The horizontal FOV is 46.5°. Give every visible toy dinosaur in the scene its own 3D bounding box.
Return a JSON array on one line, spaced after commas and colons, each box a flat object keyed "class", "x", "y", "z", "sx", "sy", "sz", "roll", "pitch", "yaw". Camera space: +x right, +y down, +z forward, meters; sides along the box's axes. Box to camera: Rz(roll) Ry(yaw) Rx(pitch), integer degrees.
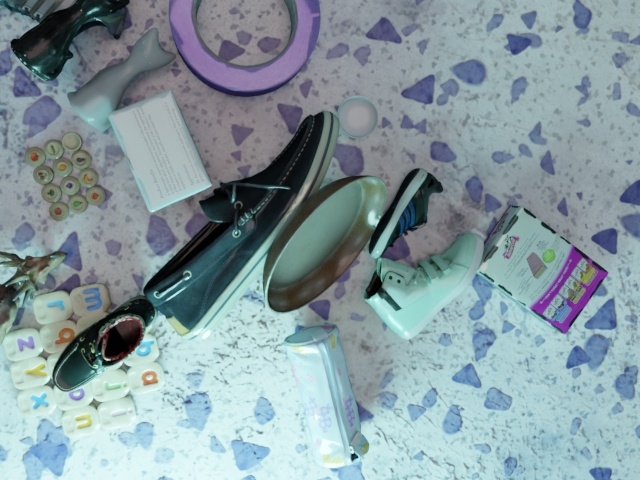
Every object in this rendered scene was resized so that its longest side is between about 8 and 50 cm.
[{"class": "toy dinosaur", "x": -0.575, "y": 0.129, "z": 1.304, "sx": 0.200, "sy": 0.296, "sz": 0.127, "roll": -27, "pitch": 130, "yaw": 33}]

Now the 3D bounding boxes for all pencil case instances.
[{"class": "pencil case", "x": 0.012, "y": 0.300, "z": 1.446, "sx": 0.113, "sy": 0.124, "sz": 0.273, "roll": -15, "pitch": 96, "yaw": -6}]

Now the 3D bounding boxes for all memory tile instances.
[{"class": "memory tile", "x": -0.478, "y": -0.120, "z": 1.400, "sx": 0.113, "sy": 0.012, "sz": 0.148, "roll": -22, "pitch": 97, "yaw": -6}]

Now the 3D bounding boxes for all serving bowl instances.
[{"class": "serving bowl", "x": 0.071, "y": -0.241, "z": 1.458, "sx": 0.083, "sy": 0.027, "sz": 0.084, "roll": -1, "pitch": 95, "yaw": -8}]

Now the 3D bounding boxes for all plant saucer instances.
[{"class": "plant saucer", "x": 0.000, "y": 0.000, "z": 1.357, "sx": 0.050, "sy": 0.310, "sz": 0.311, "roll": 39, "pitch": 88, "yaw": 22}]

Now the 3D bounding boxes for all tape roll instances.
[{"class": "tape roll", "x": -0.140, "y": -0.410, "z": 1.385, "sx": 0.274, "sy": 0.090, "sz": 0.275, "roll": -1, "pitch": 95, "yaw": -7}]

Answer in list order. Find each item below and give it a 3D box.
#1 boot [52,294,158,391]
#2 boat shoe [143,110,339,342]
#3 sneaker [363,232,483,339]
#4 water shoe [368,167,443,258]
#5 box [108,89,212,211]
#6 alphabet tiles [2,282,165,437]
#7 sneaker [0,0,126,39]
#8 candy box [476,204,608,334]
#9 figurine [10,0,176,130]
[{"class": "boot", "x": -0.396, "y": 0.196, "z": 1.330, "sx": 0.236, "sy": 0.178, "sz": 0.085, "roll": -41, "pitch": 99, "yaw": -4}, {"class": "boat shoe", "x": -0.143, "y": -0.045, "z": 1.370, "sx": 0.156, "sy": 0.187, "sz": 0.500, "roll": 37, "pitch": 94, "yaw": -15}, {"class": "sneaker", "x": 0.199, "y": 0.058, "z": 1.457, "sx": 0.151, "sy": 0.094, "sz": 0.256, "roll": 41, "pitch": 91, "yaw": -21}, {"class": "water shoe", "x": 0.171, "y": -0.042, "z": 1.466, "sx": 0.080, "sy": 0.073, "sz": 0.203, "roll": 30, "pitch": 90, "yaw": -11}, {"class": "box", "x": -0.284, "y": -0.157, "z": 1.339, "sx": 0.119, "sy": 0.182, "sz": 0.181, "roll": -23, "pitch": 98, "yaw": -7}, {"class": "alphabet tiles", "x": -0.450, "y": 0.229, "z": 1.427, "sx": 0.277, "sy": 0.021, "sz": 0.284, "roll": -12, "pitch": 96, "yaw": -6}, {"class": "sneaker", "x": -0.490, "y": -0.419, "z": 1.329, "sx": 0.299, "sy": 0.111, "sz": 0.122, "roll": -1, "pitch": 99, "yaw": -6}, {"class": "candy box", "x": 0.440, "y": 0.058, "z": 1.512, "sx": 0.233, "sy": 0.071, "sz": 0.159, "roll": 36, "pitch": 89, "yaw": -10}, {"class": "figurine", "x": -0.388, "y": -0.334, "z": 1.314, "sx": 0.209, "sy": 0.092, "sz": 0.215, "roll": -41, "pitch": 130, "yaw": 2}]
